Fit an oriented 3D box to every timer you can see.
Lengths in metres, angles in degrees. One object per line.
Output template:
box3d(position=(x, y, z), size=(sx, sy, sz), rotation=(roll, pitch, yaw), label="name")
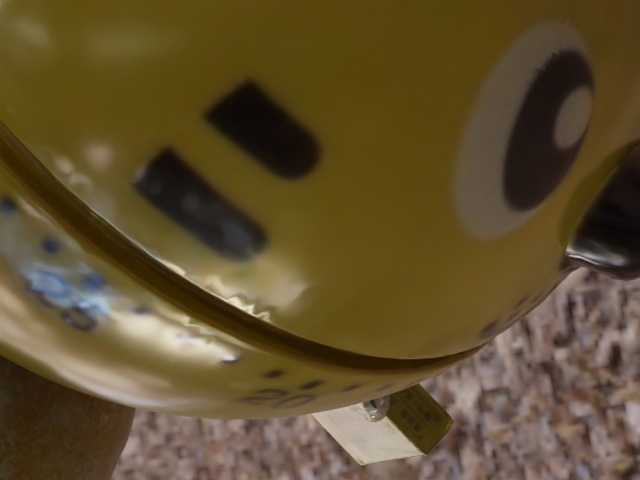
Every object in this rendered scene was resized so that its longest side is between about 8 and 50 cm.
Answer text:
box3d(position=(0.000, -0.120, 0.575), size=(0.387, 0.376, 0.376), rotation=(-36, 58, 32), label="timer")

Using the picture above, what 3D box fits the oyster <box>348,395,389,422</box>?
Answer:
box3d(position=(0.000, -0.002, 0.905), size=(0.061, 0.106, 0.200), rotation=(84, -165, -73), label="oyster")

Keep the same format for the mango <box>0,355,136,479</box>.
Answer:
box3d(position=(-0.212, 0.114, 0.875), size=(0.316, 0.193, 0.146), rotation=(-62, -12, 15), label="mango")

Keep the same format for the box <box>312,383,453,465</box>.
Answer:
box3d(position=(-0.030, 0.051, 1.175), size=(0.279, 0.041, 0.153), rotation=(46, 161, -3), label="box")
